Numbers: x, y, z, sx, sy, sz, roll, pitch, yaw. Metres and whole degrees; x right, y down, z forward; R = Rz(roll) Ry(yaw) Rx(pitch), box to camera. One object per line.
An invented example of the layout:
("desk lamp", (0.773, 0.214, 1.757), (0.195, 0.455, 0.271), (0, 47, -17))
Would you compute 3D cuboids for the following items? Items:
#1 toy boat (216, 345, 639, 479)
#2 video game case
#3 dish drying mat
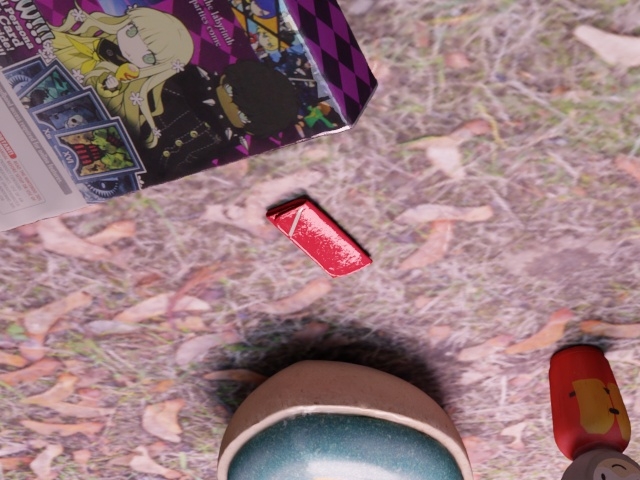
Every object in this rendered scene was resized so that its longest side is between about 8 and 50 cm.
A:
("toy boat", (0.081, 0.180, 0.896), (0.318, 0.148, 0.267), (-15, 142, 16))
("video game case", (-0.119, -0.120, 0.450), (0.210, 0.042, 0.232), (-14, 118, 32))
("dish drying mat", (0.000, 0.000, 0.760), (0.032, 0.008, 0.083), (-22, 140, 22))
